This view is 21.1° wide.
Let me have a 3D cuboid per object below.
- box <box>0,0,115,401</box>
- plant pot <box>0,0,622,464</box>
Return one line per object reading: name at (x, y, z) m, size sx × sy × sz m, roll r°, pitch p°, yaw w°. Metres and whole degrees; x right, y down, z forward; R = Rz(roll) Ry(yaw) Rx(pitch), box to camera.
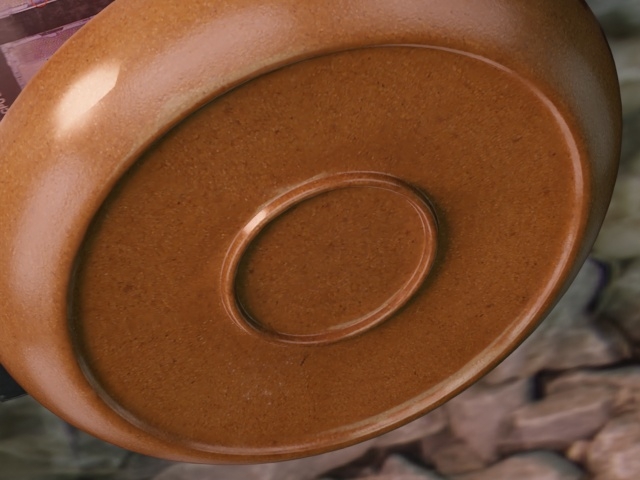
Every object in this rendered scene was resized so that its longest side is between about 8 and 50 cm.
box at (-0.052, -0.095, 0.565) m, size 0.242 × 0.076 × 0.307 m, roll -18°, pitch 136°, yaw 3°
plant pot at (0.000, 0.000, 0.582) m, size 0.236 × 0.032 × 0.236 m, roll -13°, pitch 136°, yaw -13°
